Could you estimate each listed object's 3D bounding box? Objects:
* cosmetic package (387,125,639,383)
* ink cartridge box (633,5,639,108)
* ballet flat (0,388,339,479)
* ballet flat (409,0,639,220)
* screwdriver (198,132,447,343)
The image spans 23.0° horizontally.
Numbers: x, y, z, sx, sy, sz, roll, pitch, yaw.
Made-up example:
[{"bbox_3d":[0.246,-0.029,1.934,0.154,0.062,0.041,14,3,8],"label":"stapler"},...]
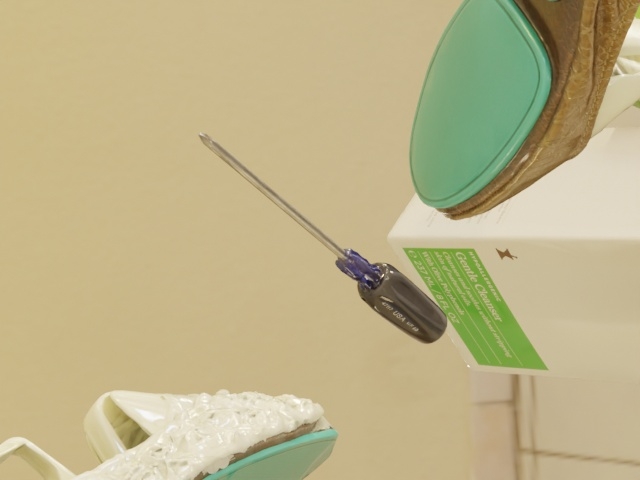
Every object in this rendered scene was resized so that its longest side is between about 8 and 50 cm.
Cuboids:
[{"bbox_3d":[0.269,0.012,1.398,0.366,0.155,0.197,0,135,46],"label":"cosmetic package"},{"bbox_3d":[0.356,-0.190,1.346,0.255,0.189,0.097,-21,56,55],"label":"ink cartridge box"},{"bbox_3d":[-0.164,0.183,1.141,0.147,0.409,0.147,28,130,38],"label":"ballet flat"},{"bbox_3d":[0.149,-0.138,0.873,0.342,0.124,0.116,106,149,-45],"label":"ballet flat"},{"bbox_3d":[0.000,0.000,0.708,0.025,0.170,0.024,-7,54,49],"label":"screwdriver"}]
